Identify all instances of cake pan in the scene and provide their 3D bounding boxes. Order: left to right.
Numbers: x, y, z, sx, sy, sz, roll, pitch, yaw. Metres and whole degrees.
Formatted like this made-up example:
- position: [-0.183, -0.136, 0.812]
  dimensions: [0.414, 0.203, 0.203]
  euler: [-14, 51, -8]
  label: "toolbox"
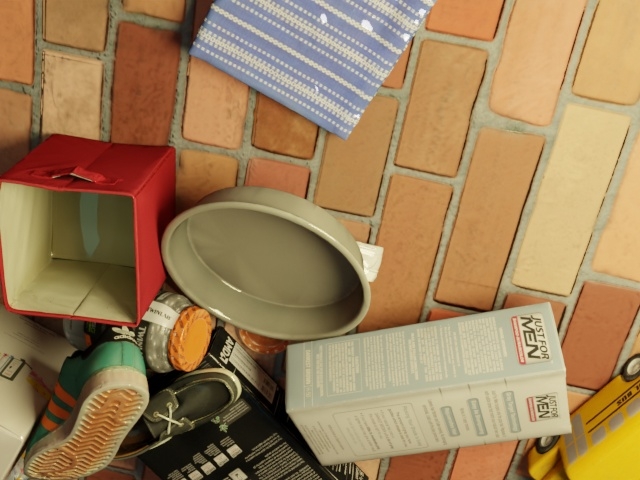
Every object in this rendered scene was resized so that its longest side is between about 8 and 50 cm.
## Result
- position: [-0.070, 0.033, 1.148]
  dimensions: [0.293, 0.054, 0.293]
  euler: [11, 141, 9]
  label: "cake pan"

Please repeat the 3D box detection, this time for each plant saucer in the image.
- position: [-0.082, 0.135, 1.284]
  dimensions: [0.083, 0.013, 0.083]
  euler: [2, 116, 5]
  label: "plant saucer"

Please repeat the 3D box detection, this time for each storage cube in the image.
- position: [-0.308, -0.019, 1.141]
  dimensions: [0.183, 0.193, 0.215]
  euler: [6, 116, 4]
  label: "storage cube"

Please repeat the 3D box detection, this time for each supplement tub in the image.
- position: [-0.262, 0.122, 1.219]
  dimensions: [0.190, 0.117, 0.117]
  euler: [11, 117, 20]
  label: "supplement tub"

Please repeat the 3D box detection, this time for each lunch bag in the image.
- position: [-0.523, 0.385, 1.414]
  dimensions: [0.071, 0.083, 0.053]
  euler: [-16, 112, 13]
  label: "lunch bag"

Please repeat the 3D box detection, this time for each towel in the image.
- position: [0.019, -0.310, 1.033]
  dimensions: [0.243, 0.040, 0.336]
  euler: [27, 115, -16]
  label: "towel"

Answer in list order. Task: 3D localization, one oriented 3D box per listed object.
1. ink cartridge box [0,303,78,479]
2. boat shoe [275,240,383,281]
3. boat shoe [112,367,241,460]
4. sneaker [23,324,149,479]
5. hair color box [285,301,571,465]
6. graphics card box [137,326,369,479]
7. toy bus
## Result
- position: [-0.498, 0.242, 1.262]
  dimensions: [0.168, 0.233, 0.171]
  euler: [30, 115, -7]
  label: "ink cartridge box"
- position: [0.000, 0.000, 1.188]
  dimensions: [0.184, 0.066, 0.063]
  euler: [21, 91, 6]
  label: "boat shoe"
- position: [-0.219, 0.257, 1.224]
  dimensions: [0.233, 0.079, 0.084]
  euler: [-24, 105, 15]
  label: "boat shoe"
- position: [-0.323, 0.229, 1.171]
  dimensions: [0.108, 0.121, 0.302]
  euler: [20, 131, -31]
  label: "sneaker"
- position: [0.155, 0.211, 1.202]
  dimensions: [0.374, 0.114, 0.185]
  euler: [-10, 140, 12]
  label: "hair color box"
- position: [-0.124, 0.340, 1.340]
  dimensions: [0.233, 0.094, 0.371]
  euler: [-37, 106, 21]
  label: "graphics card box"
- position: [0.452, 0.274, 1.219]
  dimensions: [0.108, 0.130, 0.333]
  euler: [37, 113, -10]
  label: "toy bus"
